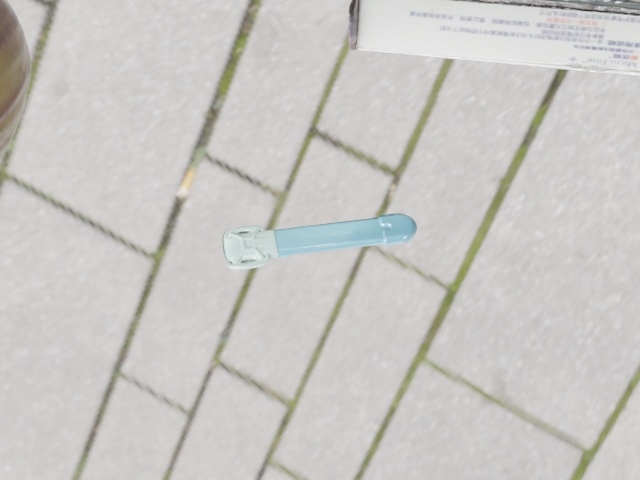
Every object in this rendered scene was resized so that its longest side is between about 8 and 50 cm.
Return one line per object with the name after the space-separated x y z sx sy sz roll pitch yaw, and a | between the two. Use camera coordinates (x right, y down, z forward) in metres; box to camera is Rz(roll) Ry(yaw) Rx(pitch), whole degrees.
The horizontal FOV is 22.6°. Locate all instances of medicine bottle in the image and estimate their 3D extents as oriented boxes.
0.105 -0.172 0.782 0.171 0.201 0.052 5 144 1 | medicine bottle

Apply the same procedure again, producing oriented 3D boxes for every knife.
0.000 0.000 0.779 0.096 0.027 0.010 -7 136 -5 | knife

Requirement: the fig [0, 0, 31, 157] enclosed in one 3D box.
-0.341 -0.070 1.021 0.321 0.217 0.217 -41 92 -9 | fig
